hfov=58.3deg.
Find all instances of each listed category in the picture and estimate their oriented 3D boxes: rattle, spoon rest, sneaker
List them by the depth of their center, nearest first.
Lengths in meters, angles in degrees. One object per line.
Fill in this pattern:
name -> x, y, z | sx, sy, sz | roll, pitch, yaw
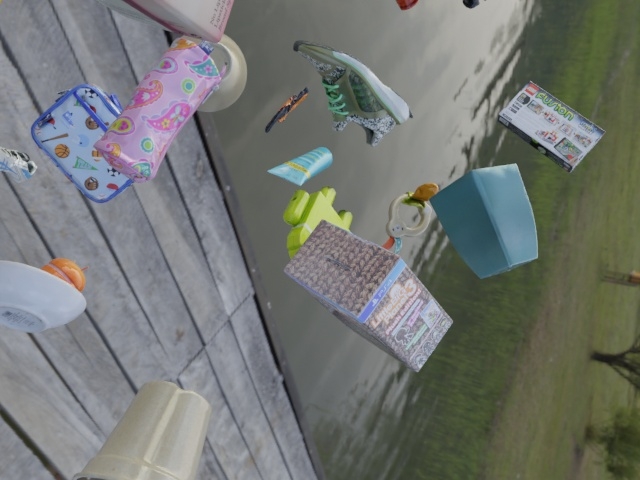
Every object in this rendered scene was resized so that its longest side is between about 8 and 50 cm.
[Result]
spoon rest -> -0.423, 0.088, 0.776 | 0.137, 0.276, 0.084 | 37, 43, -35
rattle -> 0.247, -0.049, 1.585 | 0.130, 0.143, 0.200 | 49, 68, -21
sneaker -> 0.074, -0.393, 1.587 | 0.410, 0.158, 0.182 | 30, 98, -31
sneaker -> -0.878, -0.230, 1.613 | 0.086, 0.085, 0.237 | -43, 176, -9

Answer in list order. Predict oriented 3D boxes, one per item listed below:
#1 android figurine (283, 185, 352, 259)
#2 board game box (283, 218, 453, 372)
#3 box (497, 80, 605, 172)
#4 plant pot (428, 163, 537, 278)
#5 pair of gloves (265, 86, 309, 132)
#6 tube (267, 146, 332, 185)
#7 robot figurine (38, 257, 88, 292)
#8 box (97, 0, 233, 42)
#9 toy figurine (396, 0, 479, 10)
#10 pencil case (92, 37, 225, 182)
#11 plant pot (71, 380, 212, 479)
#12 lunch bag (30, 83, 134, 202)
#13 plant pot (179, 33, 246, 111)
android figurine -> 0.000, 0.000, 1.385 | 0.248, 0.056, 0.273 | 51, 43, -30
board game box -> 0.106, 0.119, 1.217 | 0.141, 0.232, 0.291 | -53, 134, -9
box -> 0.523, -0.261, 1.311 | 0.114, 0.207, 0.036 | -46, 162, -4
plant pot -> 0.410, -0.038, 1.394 | 0.165, 0.166, 0.234 | -11, 75, -32
pair of gloves -> -0.049, -0.193, 0.850 | 0.010, 0.074, 0.083 | 45, 36, -4
tube -> -0.037, -0.165, 1.298 | 0.207, 0.080, 0.052 | -40, 146, -58
robot figurine -> -0.759, 0.138, 1.617 | 0.219, 0.128, 0.158 | -48, 177, -30
box -> -0.167, -0.292, 0.509 | 0.232, 0.127, 0.149 | -14, 123, -76
toy figurine -> 0.203, -0.503, 0.944 | 0.213, 0.209, 0.148 | -62, 143, -14
pencil case -> -0.298, -0.246, 1.081 | 0.284, 0.124, 0.124 | -58, 145, -14
plant pot -> -0.460, 0.576, 1.602 | 0.334, 0.334, 0.305 | 68, 29, -43
lunch bag -> -0.622, -0.277, 1.589 | 0.243, 0.115, 0.303 | -37, 108, 3
plant pot -> -0.379, -0.592, 1.963 | 0.284, 0.191, 0.284 | -2, 97, -17
